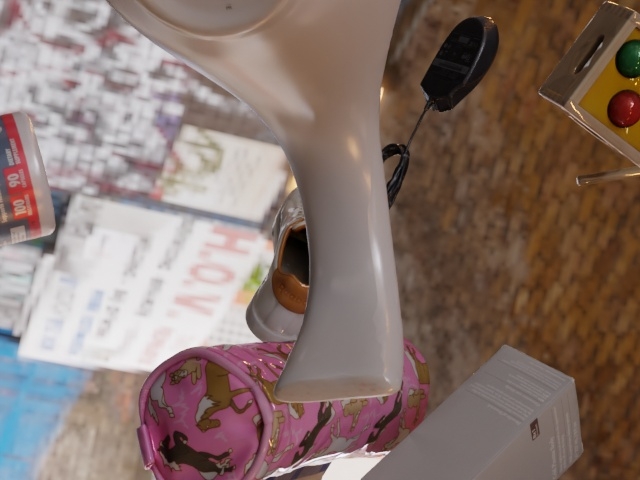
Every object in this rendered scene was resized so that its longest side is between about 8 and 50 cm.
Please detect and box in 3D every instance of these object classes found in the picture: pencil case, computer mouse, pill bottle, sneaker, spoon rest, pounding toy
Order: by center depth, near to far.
[{"bbox_3d":[-0.019,-0.070,0.586,0.084,0.137,0.276,-66,147,-57],"label":"spoon rest"},{"bbox_3d":[-0.318,-0.036,1.230,0.108,0.180,0.108,165,-90,-76],"label":"pill bottle"},{"bbox_3d":[0.118,-0.125,1.556,0.242,0.041,0.071,-59,-144,1],"label":"computer mouse"},{"bbox_3d":[-0.031,0.174,1.568,0.386,0.160,0.167,0,122,-62],"label":"pencil case"},{"bbox_3d":[0.351,-0.127,1.651,0.181,0.206,0.094,-54,-160,6],"label":"pounding toy"},{"bbox_3d":[0.000,0.000,1.786,0.123,0.106,0.290,-56,-169,38],"label":"sneaker"}]

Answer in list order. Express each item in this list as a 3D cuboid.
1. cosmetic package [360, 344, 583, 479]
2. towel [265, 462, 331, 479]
[{"bbox_3d":[0.159,0.235,1.544,0.238,0.107,0.127,-43,138,-28],"label":"cosmetic package"},{"bbox_3d":[-0.090,0.362,1.858,0.034,0.209,0.285,45,-58,29],"label":"towel"}]
